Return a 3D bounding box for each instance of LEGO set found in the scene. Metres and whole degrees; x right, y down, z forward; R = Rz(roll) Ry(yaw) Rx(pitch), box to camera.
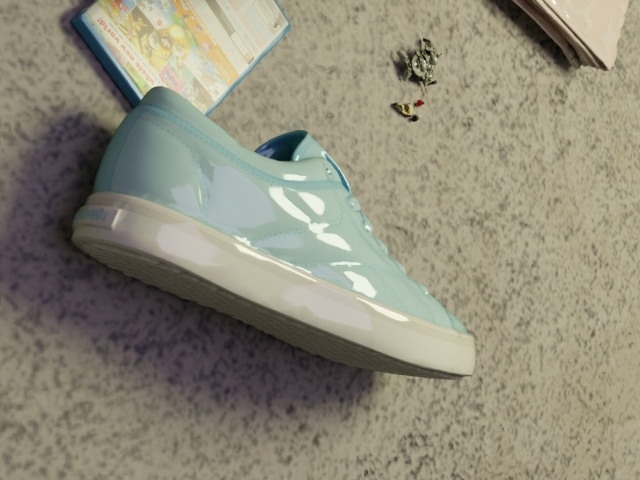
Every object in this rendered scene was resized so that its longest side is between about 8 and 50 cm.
[{"bbox_3d":[0.093,-0.150,1.052,0.054,0.023,0.083,10,78,-43],"label":"LEGO set"}]

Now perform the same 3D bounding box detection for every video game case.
[{"bbox_3d":[-0.099,-0.165,0.877,0.119,0.015,0.166,56,52,-24],"label":"video game case"}]

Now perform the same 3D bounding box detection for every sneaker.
[{"bbox_3d":[0.000,0.000,0.864,0.366,0.135,0.150,27,74,-38],"label":"sneaker"}]

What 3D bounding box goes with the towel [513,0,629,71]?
[{"bbox_3d":[0.232,-0.387,1.194,0.317,0.053,0.331,36,61,-36],"label":"towel"}]
